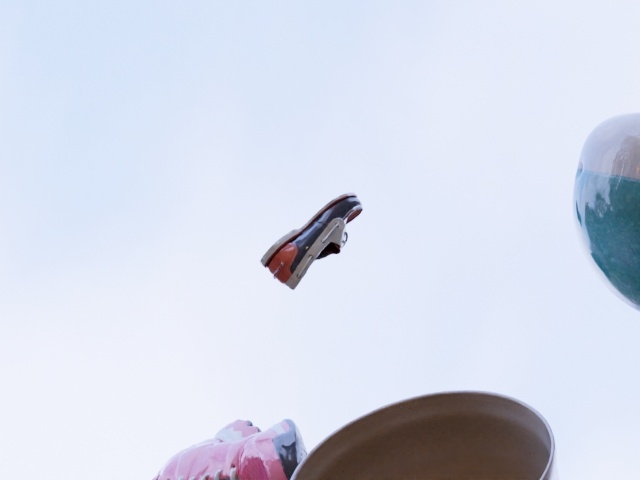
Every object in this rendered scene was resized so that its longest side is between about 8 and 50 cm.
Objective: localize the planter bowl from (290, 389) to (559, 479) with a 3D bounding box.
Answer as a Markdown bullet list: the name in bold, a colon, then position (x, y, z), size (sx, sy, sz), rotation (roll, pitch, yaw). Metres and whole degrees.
- **planter bowl**: position (0.071, 0.179, 0.939), size (0.162, 0.162, 0.109), rotation (-17, -67, 0)

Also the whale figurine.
- **whale figurine**: position (0.303, -0.002, 1.065), size (0.272, 0.216, 0.141), rotation (12, -86, -2)

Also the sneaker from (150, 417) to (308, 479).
- **sneaker**: position (-0.086, 0.248, 1.515), size (0.136, 0.314, 0.116), rotation (-21, -89, -19)

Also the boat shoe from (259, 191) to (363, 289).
- **boat shoe**: position (0.000, 0.000, 1.478), size (0.043, 0.137, 0.049), rotation (41, -43, 12)
